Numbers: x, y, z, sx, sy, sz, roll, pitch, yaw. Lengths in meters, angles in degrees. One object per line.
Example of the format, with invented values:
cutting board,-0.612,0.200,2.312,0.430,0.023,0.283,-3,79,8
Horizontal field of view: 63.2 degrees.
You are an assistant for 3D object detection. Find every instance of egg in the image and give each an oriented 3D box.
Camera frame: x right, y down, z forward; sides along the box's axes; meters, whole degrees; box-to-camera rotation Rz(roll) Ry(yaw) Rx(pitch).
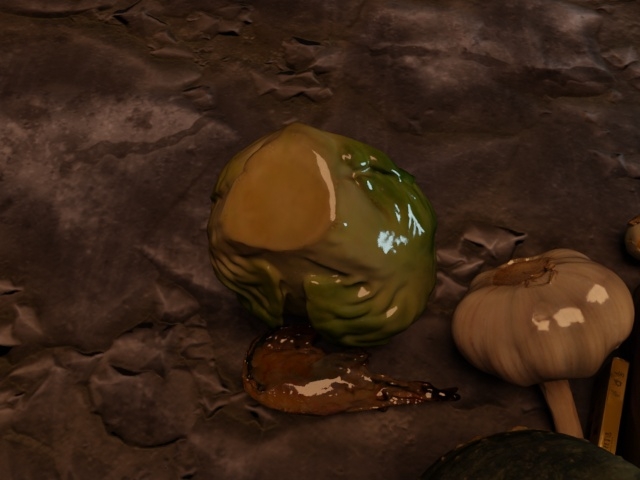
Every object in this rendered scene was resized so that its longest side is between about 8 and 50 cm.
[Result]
egg,0.464,-0.003,0.715,0.083,0.071,0.071,4,60,-2

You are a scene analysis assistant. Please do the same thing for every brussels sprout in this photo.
brussels sprout,0.002,-0.001,0.600,0.259,0.294,0.227,9,76,23

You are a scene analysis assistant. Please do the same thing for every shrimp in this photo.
shrimp,0.037,0.147,0.623,0.261,0.066,0.117,0,60,-5

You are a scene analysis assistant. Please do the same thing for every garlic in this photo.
garlic,0.273,0.132,0.602,0.199,0.199,0.226,-22,93,-14

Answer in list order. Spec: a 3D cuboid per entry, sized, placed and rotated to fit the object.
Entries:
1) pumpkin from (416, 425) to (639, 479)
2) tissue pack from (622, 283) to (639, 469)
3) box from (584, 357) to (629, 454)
pumpkin,0.218,0.298,0.419,0.327,0.291,0.258,20,82,21
tissue pack,0.403,0.134,0.552,0.122,0.215,0.257,12,60,19
box,0.318,0.212,0.587,0.020,0.073,0.149,17,62,19
